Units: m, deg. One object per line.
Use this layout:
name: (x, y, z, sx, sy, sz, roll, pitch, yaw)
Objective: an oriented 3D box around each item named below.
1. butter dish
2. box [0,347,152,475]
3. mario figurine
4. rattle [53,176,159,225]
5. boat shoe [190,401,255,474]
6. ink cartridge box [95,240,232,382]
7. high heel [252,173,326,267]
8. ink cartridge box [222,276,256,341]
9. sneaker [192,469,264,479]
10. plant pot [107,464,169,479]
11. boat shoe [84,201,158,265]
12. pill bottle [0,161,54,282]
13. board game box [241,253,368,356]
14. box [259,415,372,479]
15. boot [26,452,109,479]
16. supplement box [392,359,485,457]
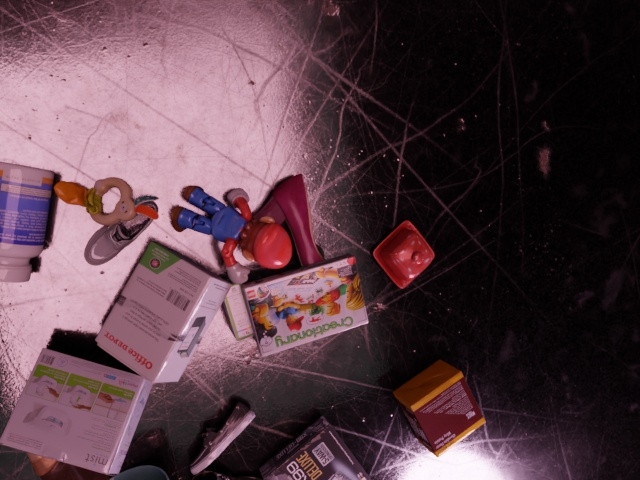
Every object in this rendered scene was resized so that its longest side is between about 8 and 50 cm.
butter dish: (0.266, 0.046, 1.685, 0.160, 0.118, 0.160, -42, 105, -10)
box: (-0.576, 0.411, 1.368, 0.262, 0.127, 0.231, 15, 67, -1)
mario figurine: (-0.222, -0.015, 1.499, 0.320, 0.170, 0.198, 27, 113, 8)
rattle: (-0.507, -0.105, 1.376, 0.130, 0.200, 0.142, -61, 152, -22)
boat shoe: (-0.285, 0.542, 1.580, 0.228, 0.080, 0.076, -44, 87, -6)
ink cartridge box: (-0.395, 0.181, 1.436, 0.211, 0.121, 0.289, 28, 86, 22)
high heel: (0.000, 0.000, 1.585, 0.181, 0.127, 0.377, -44, 103, 1)
ink cartridge box: (-0.222, 0.207, 1.548, 0.062, 0.109, 0.209, -19, 101, -15)
sneaker: (-0.247, 0.685, 1.571, 0.222, 0.083, 0.118, -2, 133, -17)
plant pot: (-0.464, 0.766, 1.439, 0.293, 0.293, 0.235, -29, 111, -13)
boat shoe: (-0.508, -0.023, 1.449, 0.227, 0.081, 0.079, -43, 106, -10)
pill bottle: (-0.726, -0.044, 1.340, 0.152, 0.152, 0.272, 9, 92, -18)
board game box: (-0.037, 0.168, 1.509, 0.305, 0.053, 0.193, -16, 103, -13)
box: (0.005, 0.714, 1.684, 0.242, 0.076, 0.307, -36, 105, -11)
boot: (-0.605, 0.547, 1.487, 0.248, 0.090, 0.207, -32, 117, -16)
supplement box: (0.364, 0.513, 1.753, 0.191, 0.129, 0.194, -31, 103, -13)
